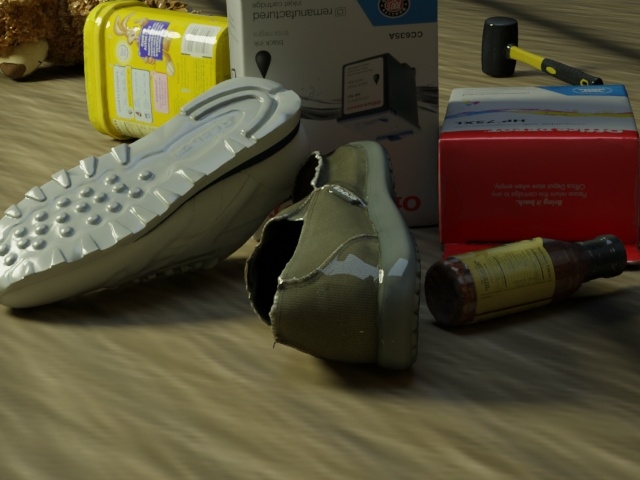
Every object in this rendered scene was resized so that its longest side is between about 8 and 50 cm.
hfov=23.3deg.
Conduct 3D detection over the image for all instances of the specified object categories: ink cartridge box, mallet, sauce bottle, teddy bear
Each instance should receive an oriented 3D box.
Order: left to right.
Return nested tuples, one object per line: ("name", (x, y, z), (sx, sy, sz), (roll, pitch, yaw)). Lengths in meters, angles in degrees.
("teddy bear", (-0.289, -0.250, 1.866), (0.245, 0.113, 0.338), (11, 12, 20))
("ink cartridge box", (0.010, -0.105, 1.091), (0.139, 0.191, 0.082), (-5, 17, -8))
("sauce bottle", (0.122, 0.020, 0.905), (0.128, 0.042, 0.042), (-10, 17, -31))
("ink cartridge box", (0.152, -0.049, 1.078), (0.134, 0.078, 0.231), (-1, 16, 7))
("mallet", (0.229, -0.193, 1.611), (0.039, 0.062, 0.189), (-12, 18, -27))

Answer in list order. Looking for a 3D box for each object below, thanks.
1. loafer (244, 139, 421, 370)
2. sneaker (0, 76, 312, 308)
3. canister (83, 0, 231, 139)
("loafer", (0.000, 0.000, 0.894), (0.087, 0.094, 0.251), (0, 15, -6))
("sneaker", (-0.103, -0.011, 0.988), (0.235, 0.095, 0.090), (-29, 47, -18))
("canister", (-0.127, -0.143, 1.380), (0.170, 0.126, 0.073), (14, 22, 40))
